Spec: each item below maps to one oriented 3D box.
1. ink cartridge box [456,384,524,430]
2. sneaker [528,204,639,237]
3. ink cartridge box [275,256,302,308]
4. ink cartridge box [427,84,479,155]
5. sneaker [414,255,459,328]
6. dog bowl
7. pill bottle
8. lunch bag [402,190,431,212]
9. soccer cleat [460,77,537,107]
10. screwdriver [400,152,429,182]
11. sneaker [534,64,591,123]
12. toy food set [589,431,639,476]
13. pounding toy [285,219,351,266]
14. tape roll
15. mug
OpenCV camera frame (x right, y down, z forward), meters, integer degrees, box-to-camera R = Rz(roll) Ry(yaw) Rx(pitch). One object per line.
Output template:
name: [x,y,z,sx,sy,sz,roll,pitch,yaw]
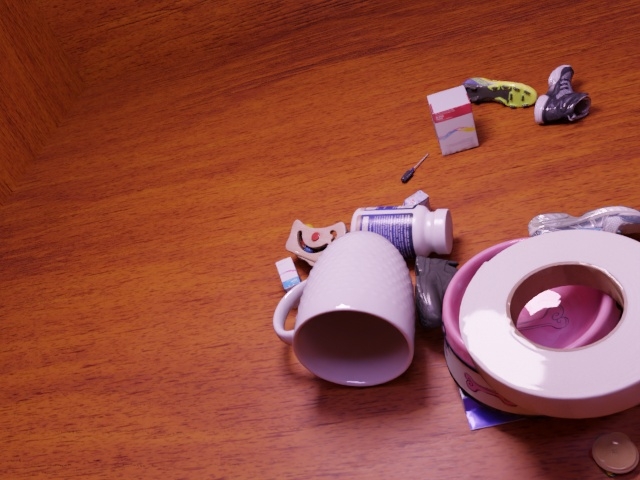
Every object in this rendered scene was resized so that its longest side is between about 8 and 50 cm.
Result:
ink cartridge box: [0.403,0.298,1.304,0.207,0.045,0.208,-16,41,8]
sneaker: [0.681,-0.004,1.497,0.283,0.110,0.122,-8,59,21]
ink cartridge box: [-0.081,0.120,1.692,0.052,0.088,0.122,-24,39,-2]
ink cartridge box: [0.443,-0.398,1.975,0.128,0.176,0.128,-16,39,12]
sneaker: [0.301,0.118,1.478,0.130,0.108,0.286,-2,29,11]
dog bowl: [0.444,0.160,1.256,0.408,0.150,0.407,-18,40,16]
pill bottle: [0.231,-0.022,1.661,0.265,0.153,0.153,-1,44,24]
lunch bag: [0.288,-0.097,1.785,0.083,0.071,0.053,-30,44,-13]
soccer cleat: [0.642,-0.542,2.114,0.289,0.093,0.121,16,46,36]
screwdriver: [0.318,-0.250,1.984,0.025,0.024,0.170,32,57,12]
sneaker: [0.825,-0.480,1.956,0.153,0.101,0.268,16,58,36]
toy food set: [0.560,0.406,1.126,0.083,0.020,0.083,-19,40,4]
pounding toy: [0.000,0.000,1.711,0.270,0.155,0.154,29,84,44]
tape roll: [0.455,0.138,1.093,0.392,0.072,0.391,-18,40,16]
mug: [0.050,0.154,1.463,0.374,0.276,0.328,-17,35,23]
